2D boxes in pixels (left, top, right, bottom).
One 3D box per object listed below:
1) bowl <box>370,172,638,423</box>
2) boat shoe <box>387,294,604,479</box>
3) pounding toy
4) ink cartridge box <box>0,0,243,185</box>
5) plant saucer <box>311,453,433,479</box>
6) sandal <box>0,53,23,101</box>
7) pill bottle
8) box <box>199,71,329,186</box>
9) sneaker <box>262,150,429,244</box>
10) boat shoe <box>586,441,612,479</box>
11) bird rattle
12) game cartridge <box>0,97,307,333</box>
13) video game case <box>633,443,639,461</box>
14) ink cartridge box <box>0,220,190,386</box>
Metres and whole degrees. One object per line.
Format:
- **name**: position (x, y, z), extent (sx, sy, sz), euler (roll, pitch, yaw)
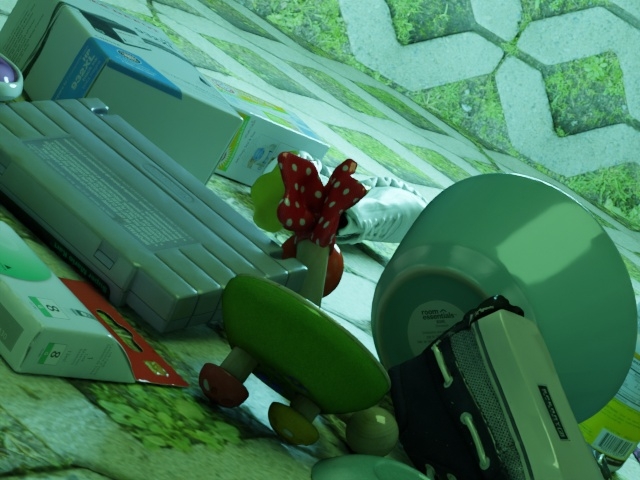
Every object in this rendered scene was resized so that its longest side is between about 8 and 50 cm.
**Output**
- **bowl**: position (0.180, 0.093, 1.774), extent (0.311, 0.311, 0.163), euler (37, 34, 21)
- **boat shoe**: position (0.183, 0.238, 1.589), extent (0.127, 0.158, 0.340), euler (22, 44, -52)
- **pounding toy**: position (-0.033, 0.141, 1.503), extent (0.183, 0.110, 0.237), euler (27, -20, 29)
- **ink cartridge box**: position (-0.271, -0.210, 2.096), extent (0.223, 0.129, 0.307), euler (21, 17, -37)
- **plant saucer**: position (0.083, 0.248, 1.463), extent (0.195, 0.037, 0.195), euler (30, 13, -8)
- **sandal**: position (-0.444, -0.255, 1.843), extent (0.169, 0.102, 0.416), euler (6, 17, -24)
- **pill bottle**: position (0.385, 0.177, 2.003), extent (0.117, 0.215, 0.117), euler (31, 13, -8)
- **box**: position (-0.108, -0.149, 2.301), extent (0.203, 0.103, 0.114), euler (20, 18, -43)
- **sneaker**: position (0.051, -0.035, 2.284), extent (0.292, 0.110, 0.118), euler (13, 30, -34)
- **boat shoe**: position (0.295, 0.266, 1.784), extent (0.070, 0.078, 0.219), euler (32, 12, 4)
- **bird rattle**: position (0.000, 0.000, 1.794), extent (0.143, 0.207, 0.253), euler (4, 8, -9)
- **game cartridge**: position (-0.210, -0.034, 1.679), extent (0.355, 0.068, 0.230), euler (39, 31, 26)
- **video game case**: position (0.521, 0.318, 2.181), extent (0.210, 0.042, 0.232), euler (27, 14, -15)
- **ink cartridge box**: position (-0.228, 0.055, 1.422), extent (0.181, 0.056, 0.225), euler (41, 18, 33)
